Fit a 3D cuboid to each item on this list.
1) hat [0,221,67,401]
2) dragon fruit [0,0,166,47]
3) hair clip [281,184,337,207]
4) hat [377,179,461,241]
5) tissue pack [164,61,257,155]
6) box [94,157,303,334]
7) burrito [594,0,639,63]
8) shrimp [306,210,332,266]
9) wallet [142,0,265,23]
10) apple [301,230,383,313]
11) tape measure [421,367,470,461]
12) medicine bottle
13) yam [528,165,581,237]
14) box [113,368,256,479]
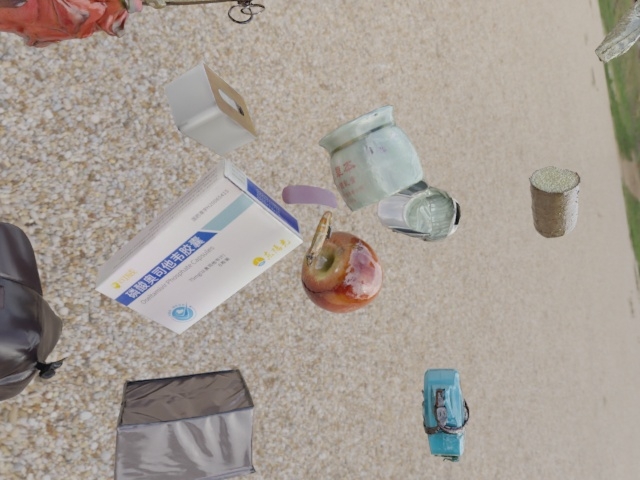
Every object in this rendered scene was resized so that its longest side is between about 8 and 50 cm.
[{"bbox_3d":[-0.541,0.148,0.755,0.238,0.209,0.336,-9,120,-29],"label":"hat"},{"bbox_3d":[-0.217,-0.235,0.346,0.210,0.172,0.172,5,77,-23],"label":"dragon fruit"},{"bbox_3d":[-0.023,-0.103,1.140,0.137,0.022,0.054,5,58,-17],"label":"hair clip"},{"bbox_3d":[0.330,-0.085,1.626,0.161,0.275,0.231,98,-4,-63],"label":"hat"},{"bbox_3d":[-0.314,-0.372,1.398,0.159,0.136,0.246,70,15,14],"label":"tissue pack"},{"bbox_3d":[-0.224,0.027,0.890,0.200,0.343,0.065,41,22,-35],"label":"box"},{"bbox_3d":[0.638,-0.444,0.971,0.229,0.058,0.063,-52,174,-2],"label":"burrito"},{"bbox_3d":[0.000,0.000,0.985,0.091,0.025,0.127,77,35,-71],"label":"shrimp"},{"bbox_3d":[-0.277,-0.549,0.879,0.274,0.336,0.068,89,5,-46],"label":"wallet"},{"bbox_3d":[0.067,0.106,1.488,0.206,0.272,0.251,40,55,-39],"label":"apple"},{"bbox_3d":[0.216,0.287,0.829,0.146,0.081,0.125,-33,116,-72],"label":"tape measure"},{"bbox_3d":[0.085,-0.139,0.811,0.147,0.147,0.143,-32,97,-54],"label":"medicine bottle"},{"bbox_3d":[0.712,-0.114,1.456,0.238,0.128,0.129,56,15,-46],"label":"yam"},{"bbox_3d":[-0.262,0.361,0.929,0.252,0.188,0.153,0,101,-19],"label":"box"}]
